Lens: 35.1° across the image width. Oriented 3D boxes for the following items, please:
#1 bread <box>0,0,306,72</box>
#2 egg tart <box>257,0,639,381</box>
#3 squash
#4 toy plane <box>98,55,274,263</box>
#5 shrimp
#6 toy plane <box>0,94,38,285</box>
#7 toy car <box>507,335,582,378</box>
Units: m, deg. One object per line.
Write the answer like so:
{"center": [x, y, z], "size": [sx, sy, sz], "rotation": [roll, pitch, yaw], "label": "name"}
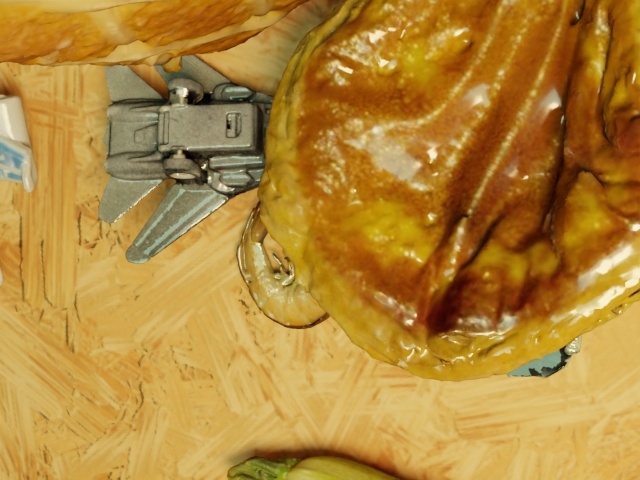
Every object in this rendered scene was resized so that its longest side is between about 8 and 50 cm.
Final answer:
{"center": [-0.072, -0.301, 0.640], "size": [0.371, 0.390, 0.279], "rotation": [-25, 87, 22], "label": "bread"}
{"center": [0.120, -0.068, 0.733], "size": [0.339, 0.153, 0.352], "rotation": [-14, 64, 19], "label": "egg tart"}
{"center": [0.047, 0.258, 0.904], "size": [0.287, 0.137, 0.137], "rotation": [29, 112, 9], "label": "squash"}
{"center": [-0.057, -0.087, 0.850], "size": [0.267, 0.088, 0.212], "rotation": [-1, 82, 14], "label": "toy plane"}
{"center": [0.001, 0.000, 0.892], "size": [0.178, 0.034, 0.124], "rotation": [-37, 87, 27], "label": "shrimp"}
{"center": [-0.377, -0.061, 0.937], "size": [0.266, 0.122, 0.267], "rotation": [4, 104, 15], "label": "toy plane"}
{"center": [0.173, 0.011, 0.827], "size": [0.095, 0.056, 0.205], "rotation": [7, 91, 15], "label": "toy car"}
